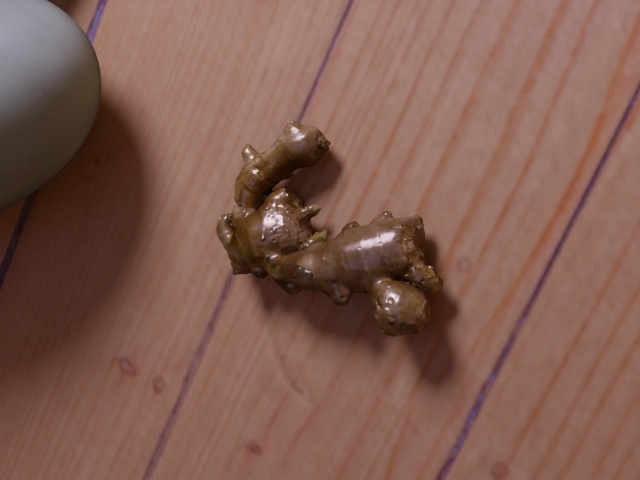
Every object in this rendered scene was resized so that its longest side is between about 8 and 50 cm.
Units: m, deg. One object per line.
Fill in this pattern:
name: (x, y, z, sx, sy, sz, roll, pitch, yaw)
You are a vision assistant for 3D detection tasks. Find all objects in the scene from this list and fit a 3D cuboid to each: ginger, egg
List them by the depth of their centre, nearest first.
ginger: (0.000, 0.000, 0.893, 0.176, 0.052, 0.193, -23, 69, 30)
egg: (-0.357, -0.118, 1.022, 0.371, 0.230, 0.230, -8, 85, 27)
